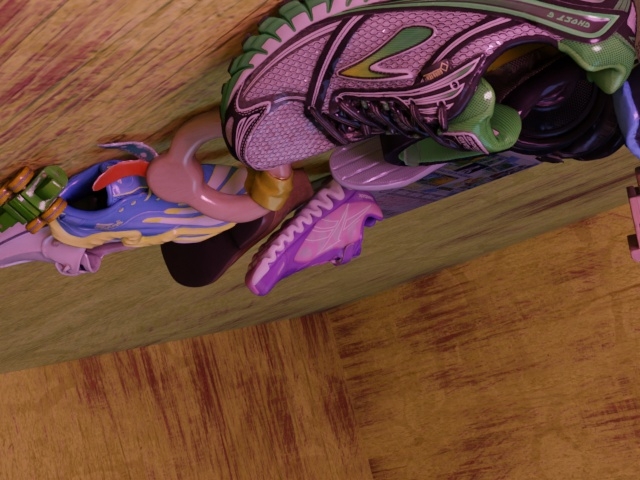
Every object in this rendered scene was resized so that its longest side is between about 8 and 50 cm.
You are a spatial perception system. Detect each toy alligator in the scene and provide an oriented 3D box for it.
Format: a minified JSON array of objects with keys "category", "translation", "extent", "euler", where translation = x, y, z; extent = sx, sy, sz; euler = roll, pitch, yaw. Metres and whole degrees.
[{"category":"toy alligator","translation":[-0.307,-0.040,1.013],"extent":[0.189,0.056,0.051],"euler":[-24,-152,45]}]

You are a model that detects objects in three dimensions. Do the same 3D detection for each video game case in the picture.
[{"category":"video game case","translation":[0.158,-0.099,1.497],"extent":[0.300,0.036,0.329],"euler":[-20,170,26]}]

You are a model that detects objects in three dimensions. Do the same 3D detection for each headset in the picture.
[{"category":"headset","translation":[0.252,-0.124,1.000],"extent":[0.394,0.185,0.243],"euler":[-16,172,30]}]

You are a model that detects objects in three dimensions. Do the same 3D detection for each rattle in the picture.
[{"category":"rattle","translation":[-0.122,-0.100,1.014],"extent":[0.199,0.143,0.130],"euler":[-2,142,13]}]

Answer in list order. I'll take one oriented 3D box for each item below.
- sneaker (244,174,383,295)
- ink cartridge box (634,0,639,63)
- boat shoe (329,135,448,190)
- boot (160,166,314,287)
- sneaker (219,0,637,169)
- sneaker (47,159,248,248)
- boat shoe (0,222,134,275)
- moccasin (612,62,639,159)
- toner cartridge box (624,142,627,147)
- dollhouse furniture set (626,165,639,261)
[{"category":"sneaker","translation":[0.000,0.000,1.303],"extent":[0.236,0.104,0.095],"euler":[-45,-171,-26]},{"category":"ink cartridge box","translation":[0.396,-0.236,0.774],"extent":[0.272,0.115,0.198],"euler":[-16,171,3]},{"category":"boat shoe","translation":[0.120,-0.109,1.201],"extent":[0.226,0.083,0.076],"euler":[-16,170,-5]},{"category":"boot","translation":[-0.118,-0.017,1.332],"extent":[0.115,0.112,0.305],"euler":[-22,175,-40]},{"category":"sneaker","translation":[0.068,-0.126,0.740],"extent":[0.343,0.146,0.134],"euler":[-21,155,27]},{"category":"sneaker","translation":[-0.182,-0.043,1.067],"extent":[0.240,0.091,0.126],"euler":[-13,171,-9]},{"category":"boat shoe","translation":[-0.291,0.000,1.167],"extent":[0.258,0.084,0.095],"euler":[-17,172,9]},{"category":"moccasin","translation":[0.385,-0.106,0.750],"extent":[0.342,0.138,0.117],"euler":[-11,167,-30]},{"category":"toner cartridge box","translation":[0.499,-0.202,1.197],"extent":[0.165,0.075,0.348],"euler":[-20,176,-4]},{"category":"dollhouse furniture set","translation":[0.484,-0.044,1.054],"extent":[0.303,0.174,0.355],"euler":[-12,-165,17]}]
